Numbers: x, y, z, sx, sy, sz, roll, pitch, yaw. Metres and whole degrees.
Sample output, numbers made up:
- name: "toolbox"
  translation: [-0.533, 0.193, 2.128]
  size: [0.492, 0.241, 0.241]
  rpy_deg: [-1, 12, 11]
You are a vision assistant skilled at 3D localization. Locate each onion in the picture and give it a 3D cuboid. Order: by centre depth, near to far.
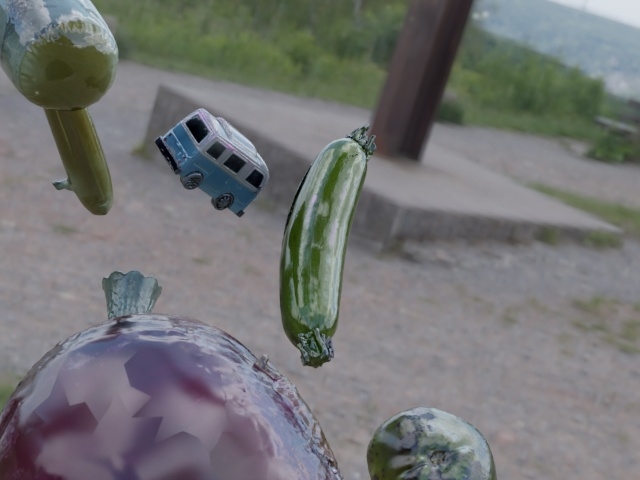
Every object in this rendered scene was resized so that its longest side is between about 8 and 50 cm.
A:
- name: "onion"
  translation: [-0.122, 0.212, 1.047]
  size: [0.336, 0.282, 0.260]
  rpy_deg: [61, -1, 11]

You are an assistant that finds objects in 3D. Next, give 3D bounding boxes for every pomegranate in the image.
- name: "pomegranate"
  translation: [0.094, 0.241, 1.360]
  size: [0.125, 0.163, 0.138]
  rpy_deg: [13, 45, -55]

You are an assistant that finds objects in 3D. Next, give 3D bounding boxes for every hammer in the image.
- name: "hammer"
  translation: [-0.266, -0.143, 1.427]
  size: [0.113, 0.305, 0.202]
  rpy_deg: [-22, 47, -14]

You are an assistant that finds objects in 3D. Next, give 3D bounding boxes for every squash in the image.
- name: "squash"
  translation: [-0.002, 0.002, 1.463]
  size: [0.071, 0.318, 0.080]
  rpy_deg: [29, -37, -24]

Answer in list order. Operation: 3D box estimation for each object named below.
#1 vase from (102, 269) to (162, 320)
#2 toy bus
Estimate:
- name: "vase"
  translation: [-0.251, 0.120, 1.759]
  size: [0.081, 0.081, 0.148]
  rpy_deg: [14, 55, -15]
- name: "toy bus"
  translation: [-0.106, -0.082, 1.437]
  size: [0.123, 0.075, 0.060]
  rpy_deg: [36, 15, -51]
